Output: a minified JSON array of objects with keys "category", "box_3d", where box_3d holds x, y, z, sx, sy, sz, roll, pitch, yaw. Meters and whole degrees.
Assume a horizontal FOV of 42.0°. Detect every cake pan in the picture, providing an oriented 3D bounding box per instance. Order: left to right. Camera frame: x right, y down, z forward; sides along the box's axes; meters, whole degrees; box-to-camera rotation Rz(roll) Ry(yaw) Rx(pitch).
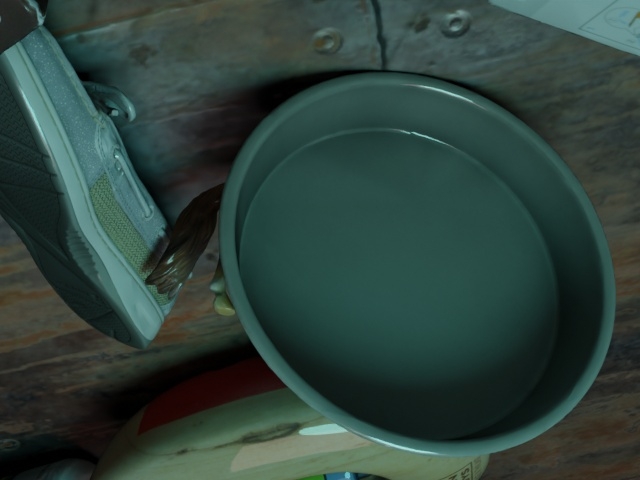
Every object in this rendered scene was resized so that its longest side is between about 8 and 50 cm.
[{"category":"cake pan","box_3d":[0.069,0.013,0.602,0.293,0.293,0.054,3,154,-16]}]

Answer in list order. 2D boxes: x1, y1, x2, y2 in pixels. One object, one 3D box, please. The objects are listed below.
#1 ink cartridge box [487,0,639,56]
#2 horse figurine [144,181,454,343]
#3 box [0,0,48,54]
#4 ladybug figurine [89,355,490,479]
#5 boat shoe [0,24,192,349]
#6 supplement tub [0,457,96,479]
[{"category":"ink cartridge box","box_3d":[0.339,-0.183,0.489,0.385,0.091,0.308,14,168,-11]},{"category":"horse figurine","box_3d":[0.000,0.000,0.660,0.263,0.174,0.066,7,144,-11]},{"category":"box","box_3d":[-0.260,-0.156,0.410,0.203,0.167,0.168,-29,137,20]},{"category":"ladybug figurine","box_3d":[-0.035,0.230,0.913,0.449,0.162,0.305,-11,139,1]},{"category":"boat shoe","box_3d":[-0.175,-0.044,0.622,0.118,0.103,0.320,18,145,28]},{"category":"supplement tub","box_3d":[-0.413,0.400,0.991,0.338,0.207,0.207,-18,139,7]}]
